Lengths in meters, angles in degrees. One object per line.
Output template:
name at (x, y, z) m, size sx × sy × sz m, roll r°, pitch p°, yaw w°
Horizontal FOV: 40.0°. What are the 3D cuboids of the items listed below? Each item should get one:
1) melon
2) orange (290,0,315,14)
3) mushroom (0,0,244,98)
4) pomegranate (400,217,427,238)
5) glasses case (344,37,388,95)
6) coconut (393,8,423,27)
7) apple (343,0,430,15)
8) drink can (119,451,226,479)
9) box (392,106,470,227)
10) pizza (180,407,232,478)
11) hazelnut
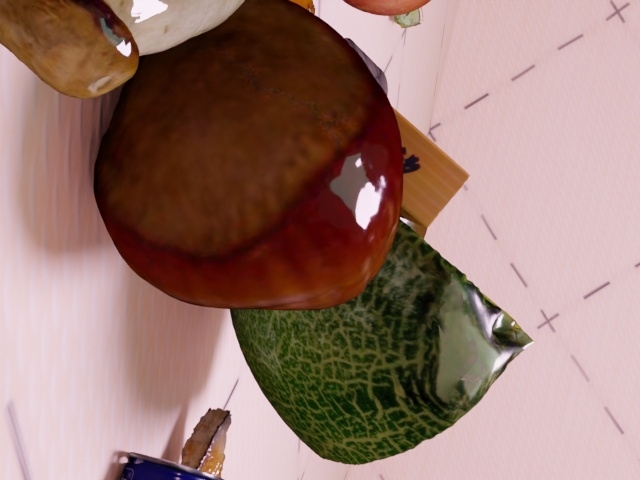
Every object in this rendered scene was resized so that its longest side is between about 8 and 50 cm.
melon at (0.031, 0.047, 0.816) m, size 0.343 × 0.226 × 0.331 m, roll -159°, pitch -108°, yaw -78°
orange at (-0.046, -0.211, 0.826) m, size 0.086 × 0.062 × 0.086 m, roll -36°, pitch 177°, yaw -2°
mushroom at (-0.090, -0.176, 0.529) m, size 0.087 × 0.107 × 0.333 m, roll -43°, pitch -171°, yaw 30°
pomegranate at (0.080, -0.055, 1.442) m, size 0.209 × 0.180 × 0.180 m, roll -118°, pitch -158°, yaw -44°
glasses case at (0.050, -0.222, 1.307) m, size 0.299 × 0.060 × 0.114 m, roll -17°, pitch 119°, yaw -78°
coconut at (0.167, -0.459, 1.644) m, size 0.158 × 0.055 × 0.133 m, roll 53°, pitch 49°, yaw -78°
apple at (0.091, -0.372, 1.073) m, size 0.201 × 0.162 × 0.201 m, roll 13°, pitch 90°, yaw -77°
drink can at (-0.160, 0.311, 0.762) m, size 0.097 × 0.097 × 0.235 m, roll 74°, pitch 32°, yaw -68°
box at (0.050, -0.092, 0.886) m, size 0.070 × 0.152 × 0.237 m, roll -50°, pitch -172°, yaw -1°
pizza at (-0.142, 0.265, 0.916) m, size 0.185 × 0.052 × 0.195 m, roll 53°, pitch 55°, yaw -69°
hazelnut at (-0.046, -0.055, 0.623) m, size 0.229 × 0.230 × 0.229 m, roll 13°, pitch 90°, yaw -79°
